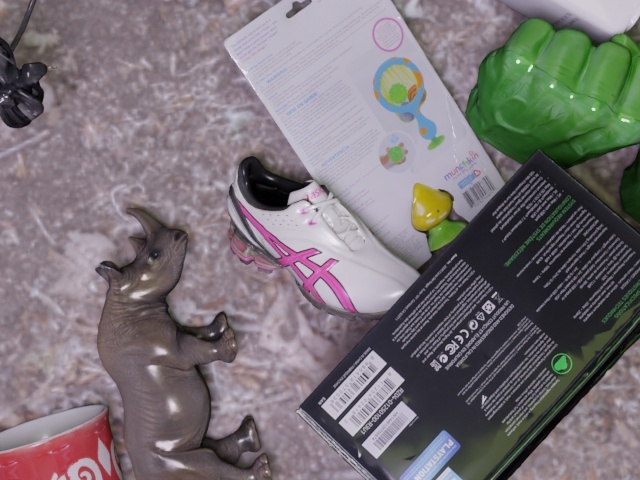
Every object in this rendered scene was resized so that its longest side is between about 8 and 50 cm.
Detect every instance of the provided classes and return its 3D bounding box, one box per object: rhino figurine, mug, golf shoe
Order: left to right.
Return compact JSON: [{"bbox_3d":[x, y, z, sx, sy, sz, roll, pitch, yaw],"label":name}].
[{"bbox_3d":[-0.205,0.228,1.214,0.113,0.150,0.169,-22,97,-41],"label":"mug"},{"bbox_3d":[-0.120,0.091,1.224,0.106,0.073,0.243,-15,89,-8],"label":"rhino figurine"},{"bbox_3d":[0.000,0.000,1.188,0.186,0.086,0.067,26,47,28],"label":"golf shoe"}]

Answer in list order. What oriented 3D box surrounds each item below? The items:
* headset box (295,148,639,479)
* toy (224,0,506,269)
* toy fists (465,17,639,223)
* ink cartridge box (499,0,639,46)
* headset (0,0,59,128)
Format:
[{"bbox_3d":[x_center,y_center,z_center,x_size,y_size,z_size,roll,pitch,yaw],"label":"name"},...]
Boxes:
[{"bbox_3d":[0.125,0.093,1.149,0.131,0.283,0.246,42,85,12],"label":"headset box"},{"bbox_3d":[0.035,-0.094,1.245,0.137,0.056,0.237,-38,99,-17],"label":"toy"},{"bbox_3d":[0.254,-0.084,1.212,0.279,0.142,0.096,28,77,-9],"label":"toy fists"},{"bbox_3d":[0.159,-0.303,1.231,0.272,0.115,0.198,30,87,-4],"label":"ink cartridge box"},{"bbox_3d":[-0.261,-0.274,1.144,0.243,0.185,0.394,-15,76,7],"label":"headset"}]
